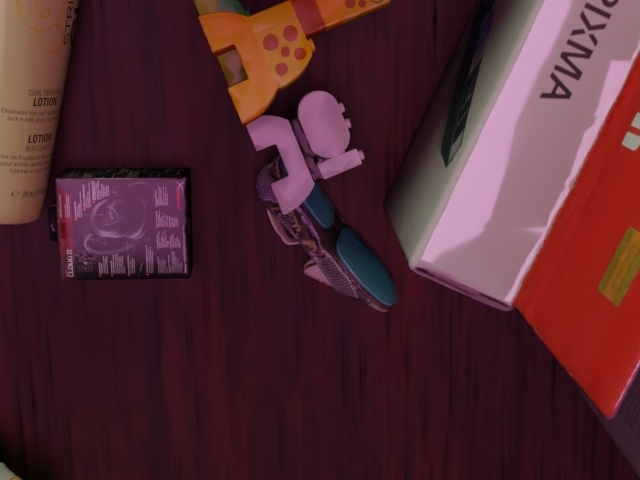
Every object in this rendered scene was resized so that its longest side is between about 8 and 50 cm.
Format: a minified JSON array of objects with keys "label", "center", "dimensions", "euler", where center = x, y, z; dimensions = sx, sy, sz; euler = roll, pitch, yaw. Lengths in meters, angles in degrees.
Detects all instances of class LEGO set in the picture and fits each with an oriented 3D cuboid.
[{"label":"LEGO set","center":[-0.020,-0.134,0.550],"dimensions":[0.093,0.087,0.227],"euler":[-22,95,0]}]

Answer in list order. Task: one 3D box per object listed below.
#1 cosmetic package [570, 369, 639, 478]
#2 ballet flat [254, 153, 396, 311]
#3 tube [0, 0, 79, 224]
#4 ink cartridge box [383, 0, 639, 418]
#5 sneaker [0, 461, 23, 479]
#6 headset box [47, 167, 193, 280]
[{"label":"cosmetic package","center":[0.246,0.058,0.580],"dimensions":[0.151,0.183,0.151],"euler":[23,103,-8]},{"label":"ballet flat","center":[0.000,0.000,0.633],"dimensions":[0.041,0.041,0.114],"euler":[-36,103,6]},{"label":"tube","center":[-0.159,-0.128,0.567],"dimensions":[0.062,0.070,0.240],"euler":[9,106,-18]},{"label":"ink cartridge box","center":[0.131,-0.105,0.492],"dimensions":[0.066,0.261,0.296],"euler":[22,102,-9]},{"label":"sneaker","center":[-0.255,0.277,0.643],"dimensions":[0.127,0.126,0.321],"euler":[19,101,-2]},{"label":"headset box","center":[-0.117,-0.010,0.623],"dimensions":[0.083,0.032,0.062],"euler":[-1,104,-2]}]
